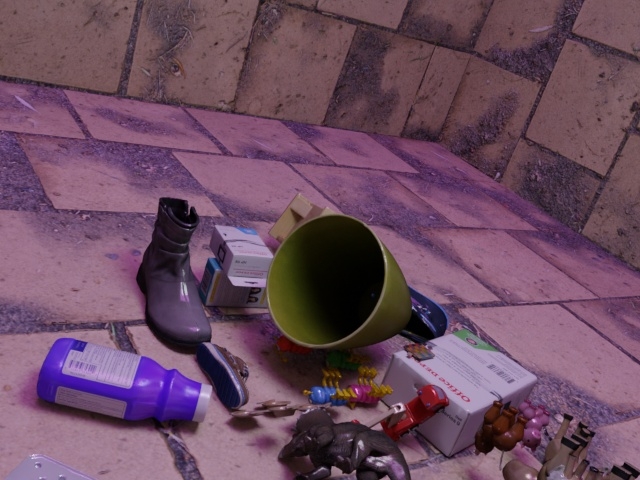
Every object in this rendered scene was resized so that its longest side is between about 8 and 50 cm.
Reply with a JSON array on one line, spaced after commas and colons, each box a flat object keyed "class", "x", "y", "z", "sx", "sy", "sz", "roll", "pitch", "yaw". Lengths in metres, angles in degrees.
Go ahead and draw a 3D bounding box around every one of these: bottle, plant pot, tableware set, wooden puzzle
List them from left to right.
[{"class": "bottle", "x": -0.332, "y": 0.250, "z": 1.233, "sx": 0.283, "sy": 0.092, "sz": 0.118, "roll": 16, "pitch": 24, "yaw": -10}, {"class": "tableware set", "x": -0.072, "y": 0.306, "z": 1.309, "sx": 0.169, "sy": 0.020, "sz": 0.141, "roll": -9, "pitch": -8, "yaw": 32}, {"class": "plant pot", "x": 0.076, "y": 0.119, "z": 1.531, "sx": 0.275, "sy": 0.275, "sz": 0.293, "roll": 36, "pitch": 3, "yaw": 34}, {"class": "wooden puzzle", "x": 0.208, "y": 0.232, "z": 1.500, "sx": 0.083, "sy": 0.006, "sz": 0.049, "roll": -2, "pitch": 26, "yaw": -40}]

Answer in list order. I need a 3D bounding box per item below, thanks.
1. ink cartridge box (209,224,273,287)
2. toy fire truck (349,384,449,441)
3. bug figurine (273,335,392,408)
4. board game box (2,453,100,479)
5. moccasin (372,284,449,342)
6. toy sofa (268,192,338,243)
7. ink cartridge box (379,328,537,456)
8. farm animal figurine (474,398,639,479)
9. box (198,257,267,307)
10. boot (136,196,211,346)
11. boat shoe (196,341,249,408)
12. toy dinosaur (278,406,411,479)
[{"class": "ink cartridge box", "x": -0.173, "y": 0.035, "z": 1.620, "sx": 0.104, "sy": 0.060, "sz": 0.180, "roll": 6, "pitch": 25, "yaw": -31}, {"class": "toy fire truck", "x": 0.143, "y": 0.335, "z": 1.357, "sx": 0.135, "sy": 0.192, "sz": 0.047, "roll": 34, "pitch": 22, "yaw": -57}, {"class": "bug figurine", "x": 0.022, "y": 0.273, "z": 1.490, "sx": 0.216, "sy": 0.072, "sz": 0.279, "roll": 14, "pitch": 18, "yaw": -28}, {"class": "board game box", "x": -0.291, "y": 0.461, "z": 0.850, "sx": 0.390, "sy": 0.050, "sz": 0.390, "roll": 23, "pitch": 23, "yaw": 6}, {"class": "moccasin", "x": 0.164, "y": 0.148, "z": 1.803, "sx": 0.342, "sy": 0.137, "sz": 0.117, "roll": 22, "pitch": 27, "yaw": 8}, {"class": "toy sofa", "x": 0.000, "y": 0.000, "z": 1.852, "sx": 0.177, "sy": 0.150, "sz": 0.362, "roll": 36, "pitch": -1, "yaw": -17}, {"class": "ink cartridge box", "x": 0.295, "y": 0.316, "z": 1.544, "sx": 0.289, "sy": 0.121, "sz": 0.211, "roll": -7, "pitch": 34, "yaw": -46}, {"class": "farm animal figurine", "x": 0.442, "y": 0.439, "z": 1.330, "sx": 0.330, "sy": 0.172, "sz": 0.327, "roll": 19, "pitch": 6, "yaw": -36}, {"class": "box", "x": -0.156, "y": 0.102, "z": 1.693, "sx": 0.244, "sy": 0.100, "sz": 0.060, "roll": 5, "pitch": 26, "yaw": -31}, {"class": "boot", "x": -0.306, "y": 0.055, "z": 1.522, "sx": 0.118, "sy": 0.222, "sz": 0.338, "roll": 2, "pitch": 28, "yaw": -37}, {"class": "boat shoe", "x": -0.174, "y": 0.254, "z": 1.383, "sx": 0.066, "sy": 0.066, "sz": 0.183, "roll": 4, "pitch": 28, "yaw": -36}, {"class": "toy dinosaur", "x": 0.056, "y": 0.346, "z": 1.170, "sx": 0.313, "sy": 0.121, "sz": 0.160, "roll": 4, "pitch": 16, "yaw": 24}]
